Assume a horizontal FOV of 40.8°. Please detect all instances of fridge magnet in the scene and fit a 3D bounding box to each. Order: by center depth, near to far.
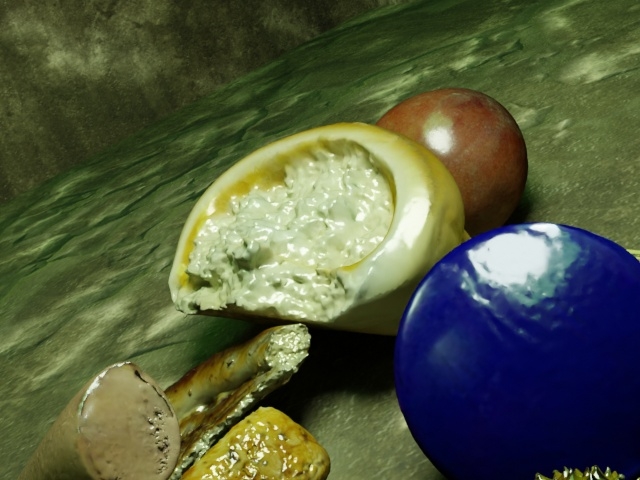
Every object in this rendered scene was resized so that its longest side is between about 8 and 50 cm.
[{"bbox_3d":[0.198,0.114,0.792,0.265,0.266,0.112,-12,-15,19],"label":"fridge magnet"}]

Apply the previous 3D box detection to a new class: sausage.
[{"bbox_3d":[-0.224,0.230,0.841,0.253,0.123,0.123,-51,-2,41],"label":"sausage"}]

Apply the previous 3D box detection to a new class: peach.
[{"bbox_3d":[0.187,-0.114,1.291,0.252,0.253,0.252,-17,23,7],"label":"peach"}]

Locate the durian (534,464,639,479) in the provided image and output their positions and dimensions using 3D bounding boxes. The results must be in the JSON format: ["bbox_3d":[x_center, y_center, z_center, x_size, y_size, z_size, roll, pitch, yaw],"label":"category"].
[{"bbox_3d":[0.164,0.245,0.614,0.237,0.138,0.193,-28,24,-16],"label":"durian"}]

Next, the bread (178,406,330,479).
[{"bbox_3d":[-0.085,0.254,0.834,0.114,0.083,0.211,39,48,11],"label":"bread"}]

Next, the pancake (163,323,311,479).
[{"bbox_3d":[-0.140,0.204,0.973,0.266,0.057,0.244,-32,16,40],"label":"pancake"}]

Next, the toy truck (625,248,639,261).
[{"bbox_3d":[0.293,0.063,0.933,0.272,0.124,0.157,3,26,42],"label":"toy truck"}]

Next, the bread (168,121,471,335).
[{"bbox_3d":[-0.001,0.026,1.113,0.423,0.245,0.329,-1,40,41],"label":"bread"}]
